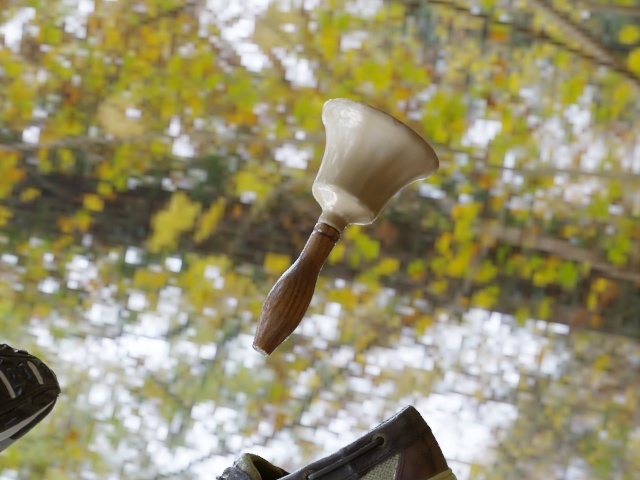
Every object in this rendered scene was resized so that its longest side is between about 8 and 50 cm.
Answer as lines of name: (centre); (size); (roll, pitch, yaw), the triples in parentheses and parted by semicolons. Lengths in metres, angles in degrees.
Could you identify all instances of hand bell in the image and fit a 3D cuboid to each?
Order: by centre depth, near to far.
hand bell: (0.000, 0.000, 1.730); (0.242, 0.126, 0.126); (-60, -36, -17)

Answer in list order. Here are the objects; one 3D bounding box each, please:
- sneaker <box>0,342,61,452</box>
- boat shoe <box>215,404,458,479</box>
sneaker: (-0.335, 0.171, 1.484); (0.272, 0.100, 0.108); (-28, -32, -19)
boat shoe: (-0.030, 0.156, 1.061); (0.080, 0.224, 0.073); (5, -115, -74)
